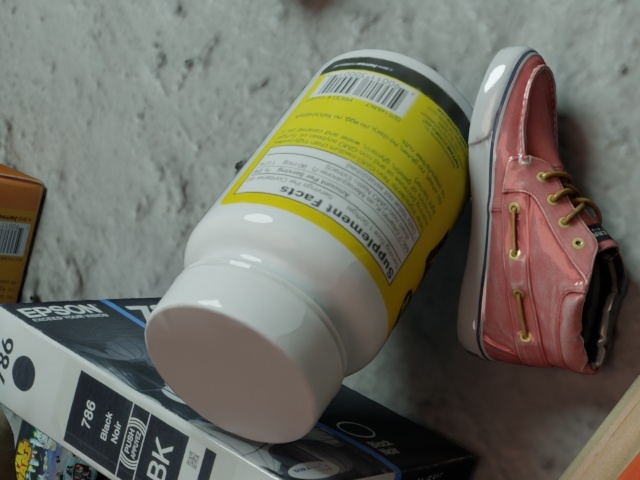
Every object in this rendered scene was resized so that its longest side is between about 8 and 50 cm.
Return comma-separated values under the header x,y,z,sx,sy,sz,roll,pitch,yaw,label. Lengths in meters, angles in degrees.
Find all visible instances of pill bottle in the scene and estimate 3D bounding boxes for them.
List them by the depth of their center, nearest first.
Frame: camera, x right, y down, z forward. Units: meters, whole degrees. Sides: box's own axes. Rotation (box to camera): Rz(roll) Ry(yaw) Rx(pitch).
x,y,z,sx,sy,sz,roll,pitch,yaw,label
0.000,0.000,0.698,0.119,0.208,0.119,20,140,18,pill bottle

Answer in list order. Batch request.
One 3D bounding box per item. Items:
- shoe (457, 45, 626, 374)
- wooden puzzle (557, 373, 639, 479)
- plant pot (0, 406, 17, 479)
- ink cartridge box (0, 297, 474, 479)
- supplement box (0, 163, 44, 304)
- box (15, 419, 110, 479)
x,y,z,sx,sy,sz,roll,pitch,yaw,label
0.127,-0.016,0.706,0.081,0.063,0.178,9,96,37,shoe
0.222,0.150,0.623,0.221,0.044,0.238,43,111,32,wooden puzzle
-0.360,0.163,0.793,0.305,0.334,0.334,-6,82,41,plant pot
-0.086,0.097,0.791,0.333,0.165,0.065,22,103,37,ink cartridge box
-0.294,0.052,1.017,0.078,0.080,0.233,21,97,39,supplement box
-0.186,0.156,0.952,0.094,0.027,0.137,19,97,39,box
